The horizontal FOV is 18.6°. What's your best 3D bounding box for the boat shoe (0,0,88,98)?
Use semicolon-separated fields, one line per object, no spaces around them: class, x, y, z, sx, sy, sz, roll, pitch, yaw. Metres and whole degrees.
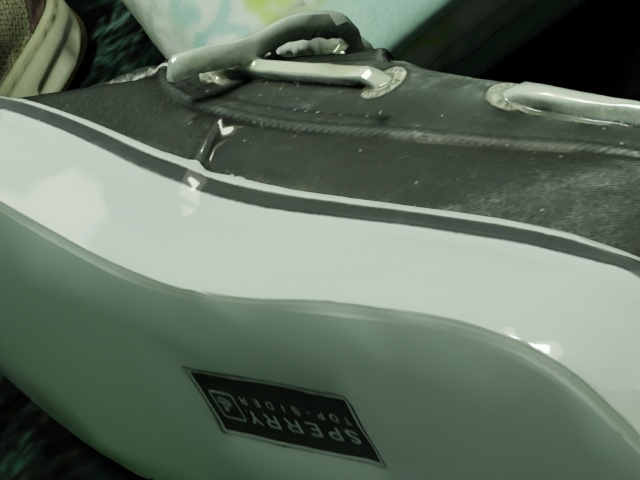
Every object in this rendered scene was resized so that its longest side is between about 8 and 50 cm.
boat shoe;-0.187;-0.022;0.743;0.103;0.092;0.285;-11;37;40

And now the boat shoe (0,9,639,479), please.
boat shoe;-0.002;-0.003;0.481;0.306;0.113;0.105;6;44;50

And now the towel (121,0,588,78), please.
towel;0.044;-0.245;0.606;0.374;0.320;0.090;-36;-14;-1
